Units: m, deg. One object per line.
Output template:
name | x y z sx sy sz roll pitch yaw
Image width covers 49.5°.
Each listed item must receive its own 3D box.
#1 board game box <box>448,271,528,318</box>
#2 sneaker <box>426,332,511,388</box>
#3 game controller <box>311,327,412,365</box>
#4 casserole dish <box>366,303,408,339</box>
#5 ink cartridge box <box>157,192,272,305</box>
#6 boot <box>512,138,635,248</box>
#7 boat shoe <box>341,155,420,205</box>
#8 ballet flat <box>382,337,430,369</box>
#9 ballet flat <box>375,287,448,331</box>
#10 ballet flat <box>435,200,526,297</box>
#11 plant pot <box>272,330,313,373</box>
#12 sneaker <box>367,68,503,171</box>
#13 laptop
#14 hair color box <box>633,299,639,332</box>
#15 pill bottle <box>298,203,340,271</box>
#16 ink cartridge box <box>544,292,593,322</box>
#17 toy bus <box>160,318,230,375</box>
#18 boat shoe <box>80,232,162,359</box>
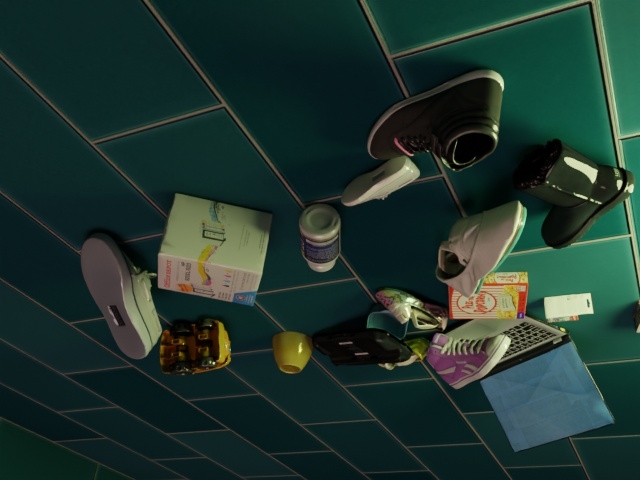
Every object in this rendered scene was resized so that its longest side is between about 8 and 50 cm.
board game box | 0.425 0.142 1.773 0.193 0.045 0.147 -1 138 11
sneaker | 0.393 0.307 1.929 0.161 0.102 0.282 43 138 3
game controller | 0.116 0.314 2.046 0.319 0.067 0.166 -15 128 47
casserole dish | 0.189 0.230 1.964 0.114 0.037 0.188 5 146 3
ink cartridge box | -0.247 0.025 1.611 0.232 0.168 0.171 12 147 -7
boot | 0.465 -0.092 1.387 0.207 0.094 0.246 18 143 -17
boat shoe | 0.125 -0.115 1.446 0.184 0.066 0.063 -33 129 31
ballet flat | 0.228 0.349 2.085 0.231 0.077 0.077 -23 118 41
ballet flat | 0.249 0.192 1.860 0.221 0.079 0.077 20 145 -20
ballet flat | 0.331 0.022 1.527 0.139 0.139 0.400 6 157 0
plant pot | -0.088 0.353 2.139 0.134 0.095 0.134 4 146 3
sneaker | 0.196 -0.183 1.251 0.295 0.147 0.104 -24 138 39
laptop | 0.539 0.407 1.992 0.407 0.236 0.382 23 142 -23
hair color box | 0.902 0.194 1.778 0.167 0.053 0.093 -3 146 11
pill bottle | 0.000 0.000 1.600 0.094 0.094 0.169 3 146 4
ink cartridge box | 0.637 0.173 1.781 0.115 0.063 0.029 -9 142 21
toy bus | -0.350 0.343 2.142 0.220 0.150 0.211 -15 154 25
boat shoe | -0.502 0.124 1.842 0.135 0.156 0.367 -6 116 25
